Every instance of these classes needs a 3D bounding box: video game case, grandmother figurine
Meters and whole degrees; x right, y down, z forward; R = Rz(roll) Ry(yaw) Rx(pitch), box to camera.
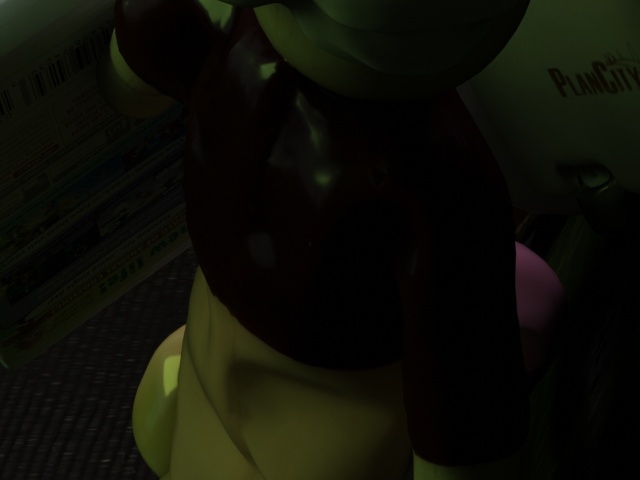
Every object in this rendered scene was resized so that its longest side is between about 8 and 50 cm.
[{"bbox_3d":[-0.045,-0.057,0.662,0.212,0.023,0.193,-36,-22,-15],"label":"video game case"},{"bbox_3d":[0.000,0.000,0.527,0.104,0.208,0.342,-33,-28,-30],"label":"grandmother figurine"}]

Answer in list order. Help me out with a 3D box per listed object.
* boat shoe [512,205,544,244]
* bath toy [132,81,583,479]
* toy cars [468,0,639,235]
[{"bbox_3d":[0.076,-0.077,0.804,0.104,0.111,0.307,-76,8,-60],"label":"boat shoe"},{"bbox_3d":[0.028,0.025,0.737,0.348,0.151,0.129,-63,2,30],"label":"bath toy"},{"bbox_3d":[0.094,-0.119,0.440,0.087,0.176,0.393,-35,-30,-14],"label":"toy cars"}]
